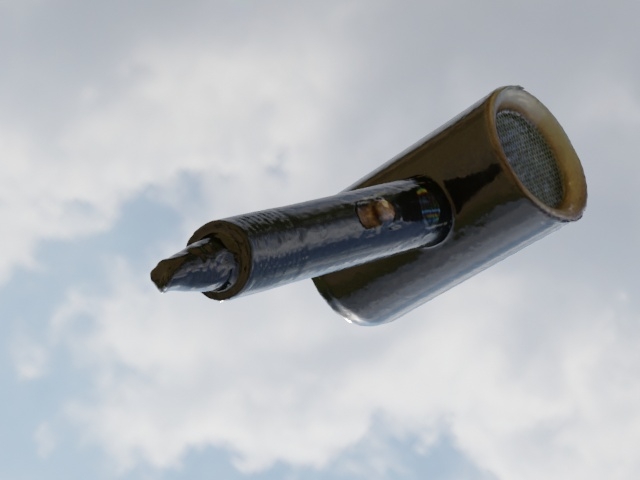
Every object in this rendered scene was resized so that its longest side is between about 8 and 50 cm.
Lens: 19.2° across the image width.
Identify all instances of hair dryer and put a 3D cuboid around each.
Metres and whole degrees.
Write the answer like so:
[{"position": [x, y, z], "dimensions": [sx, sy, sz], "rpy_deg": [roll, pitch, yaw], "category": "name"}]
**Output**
[{"position": [0.000, 0.000, 0.807], "dimensions": [0.128, 0.255, 0.070], "rpy_deg": [-32, -102, 36], "category": "hair dryer"}]
